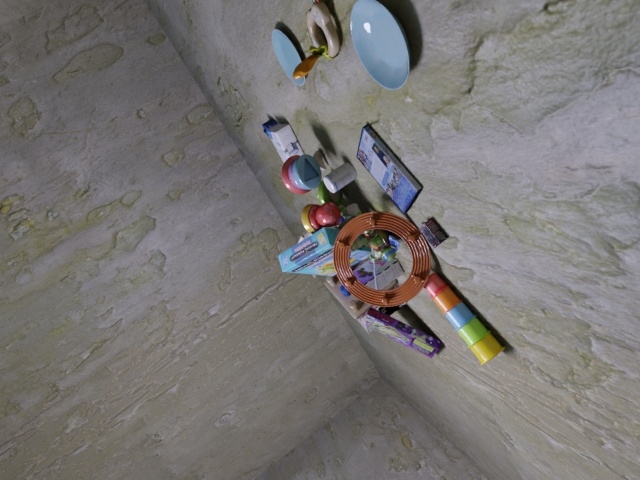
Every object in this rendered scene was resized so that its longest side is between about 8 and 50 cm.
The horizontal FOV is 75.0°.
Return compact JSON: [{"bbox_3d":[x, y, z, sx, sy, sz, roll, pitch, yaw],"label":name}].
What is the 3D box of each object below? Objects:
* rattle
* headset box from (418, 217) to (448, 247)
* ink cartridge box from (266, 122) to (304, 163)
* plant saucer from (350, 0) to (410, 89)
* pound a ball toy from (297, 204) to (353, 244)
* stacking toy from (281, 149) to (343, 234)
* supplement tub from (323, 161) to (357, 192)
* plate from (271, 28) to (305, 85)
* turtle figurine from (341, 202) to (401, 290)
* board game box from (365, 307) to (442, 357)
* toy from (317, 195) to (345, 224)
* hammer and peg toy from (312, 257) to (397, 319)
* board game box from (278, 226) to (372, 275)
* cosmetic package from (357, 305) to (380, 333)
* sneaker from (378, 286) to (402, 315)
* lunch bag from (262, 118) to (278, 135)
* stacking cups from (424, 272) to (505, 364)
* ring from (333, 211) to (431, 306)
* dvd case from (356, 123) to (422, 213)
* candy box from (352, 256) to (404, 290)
[{"bbox_3d":[-0.035,-0.531,1.040,0.200,0.142,0.130,66,-176,-66],"label":"rattle"},{"bbox_3d":[0.329,-0.025,1.228,0.083,0.032,0.062,52,168,10],"label":"headset box"},{"bbox_3d":[-0.155,-0.436,1.921,0.191,0.082,0.139,60,168,-28],"label":"ink cartridge box"},{"bbox_3d":[0.136,-0.420,0.887,0.195,0.037,0.195,52,167,16],"label":"plant saucer"},{"bbox_3d":[0.000,0.000,1.890,0.136,0.208,0.319,49,140,4],"label":"pound a ball toy"},{"bbox_3d":[0.013,-0.212,1.610,0.130,0.279,0.309,-12,113,42],"label":"stacking toy"},{"bbox_3d":[0.071,-0.229,1.517,0.071,0.107,0.071,53,168,16],"label":"supplement tub"},{"bbox_3d":[-0.099,-0.602,1.368,0.188,0.024,0.188,51,168,15],"label":"plate"},{"bbox_3d":[0.152,0.014,1.564,0.275,0.197,0.266,-62,39,39],"label":"turtle figurine"},{"bbox_3d":[0.376,0.429,1.932,0.346,0.056,0.208,25,155,15],"label":"board game box"},{"bbox_3d":[0.063,-0.131,1.956,0.237,0.056,0.137,51,169,21],"label":"toy"},{"bbox_3d":[0.146,0.169,1.939,0.361,0.266,0.127,45,175,39],"label":"hammer and peg toy"},{"bbox_3d":[0.035,0.057,1.714,0.336,0.253,0.079,10,-124,-51],"label":"board game box"},{"bbox_3d":[0.240,0.369,2.413,0.296,0.153,0.129,45,166,37],"label":"cosmetic package"},{"bbox_3d":[0.328,0.300,1.925,0.079,0.121,0.217,49,167,25],"label":"sneaker"},{"bbox_3d":[-0.243,-0.542,2.021,0.098,0.065,0.067,39,160,53],"label":"lunch bag"},{"bbox_3d":[0.450,0.248,1.360,0.316,0.096,0.096,52,168,24],"label":"stacking cups"},{"bbox_3d":[0.197,0.069,1.399,0.337,0.336,0.032,55,-155,0],"label":"ring"},{"bbox_3d":[0.200,-0.210,1.262,0.253,0.022,0.180,53,169,13],"label":"dvd case"},{"bbox_3d":[0.220,0.143,1.732,0.070,0.196,0.165,60,167,-19],"label":"candy box"}]
